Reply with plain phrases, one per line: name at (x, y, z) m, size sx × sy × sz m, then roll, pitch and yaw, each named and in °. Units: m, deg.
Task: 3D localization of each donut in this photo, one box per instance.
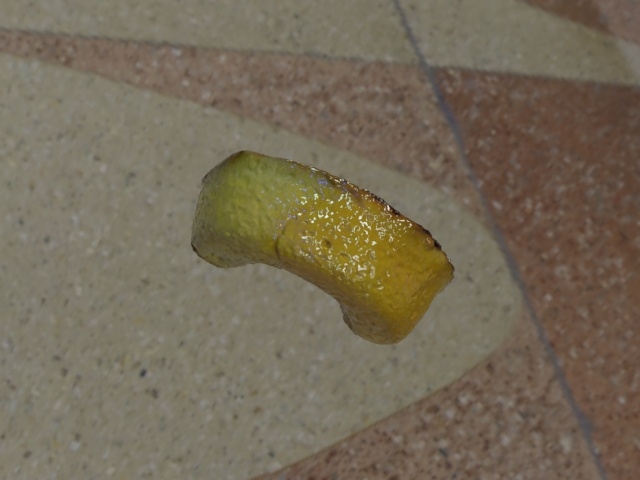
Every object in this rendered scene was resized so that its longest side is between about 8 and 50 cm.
donut at (-0.004, -0.004, 1.141) m, size 0.259 × 0.152 × 0.101 m, roll 26°, pitch 71°, yaw 5°
